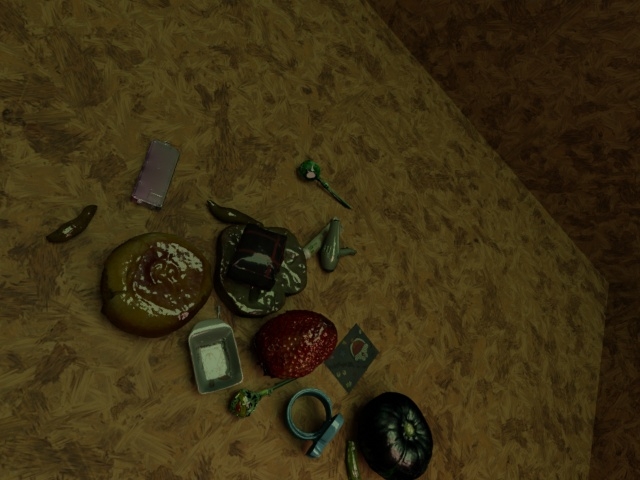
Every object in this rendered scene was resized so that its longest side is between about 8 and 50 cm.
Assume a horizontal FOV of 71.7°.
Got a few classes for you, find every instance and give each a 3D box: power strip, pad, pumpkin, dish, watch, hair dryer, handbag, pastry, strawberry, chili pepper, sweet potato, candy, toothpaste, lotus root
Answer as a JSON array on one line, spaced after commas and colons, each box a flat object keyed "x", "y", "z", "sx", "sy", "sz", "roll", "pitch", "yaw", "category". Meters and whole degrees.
[{"x": -0.591, "y": -0.238, "z": 1.594, "sx": 0.109, "sy": 0.037, "sz": 0.279, "roll": 22, "pitch": 60, "yaw": -26, "category": "power strip"}, {"x": 0.134, "y": 0.483, "z": 1.827, "sx": 0.170, "sy": 0.006, "sz": 0.245, "roll": 53, "pitch": 51, "yaw": -6, "category": "pad"}, {"x": 0.273, "y": 0.748, "z": 1.676, "sx": 0.315, "sy": 0.238, "sz": 0.315, "roll": 27, "pitch": 40, "yaw": -25, "category": "pumpkin"}, {"x": -0.357, "y": 0.381, "z": 1.479, "sx": 0.154, "sy": 0.064, "sz": 0.234, "roll": -9, "pitch": 78, "yaw": -26, "category": "dish"}, {"x": -0.037, "y": 0.629, "z": 1.555, "sx": 0.193, "sy": 0.211, "sz": 0.211, "roll": 39, "pitch": 51, "yaw": 10, "category": "watch"}, {"x": 0.083, "y": 0.004, "z": 1.894, "sx": 0.225, "sy": 0.088, "sz": 0.219, "roll": -29, "pitch": 125, "yaw": -41, "category": "hair dryer"}, {"x": -0.213, "y": 0.059, "z": 1.538, "sx": 0.169, "sy": 0.155, "sz": 0.215, "roll": 20, "pitch": 52, "yaw": -8, "category": "handbag"}, {"x": -0.520, "y": 0.140, "z": 1.418, "sx": 0.356, "sy": 0.164, "sz": 0.356, "roll": 12, "pitch": 63, "yaw": -25, "category": "pastry"}, {"x": -0.080, "y": 0.350, "z": 1.554, "sx": 0.238, "sy": 0.288, "sz": 0.250, "roll": 54, "pitch": 31, "yaw": 7, "category": "strawberry"}, {"x": 0.125, "y": 0.851, "z": 1.648, "sx": 0.052, "sy": 0.050, "sz": 0.201, "roll": -9, "pitch": 75, "yaw": 1, "category": "chili pepper"}, {"x": -0.324, "y": -0.089, "z": 1.703, "sx": 0.249, "sy": 0.069, "sz": 0.059, "roll": 20, "pitch": 101, "yaw": -28, "category": "sweet potato"}, {"x": -0.764, "y": -0.050, "z": 1.390, "sx": 0.053, "sy": 0.054, "sz": 0.182, "roll": 51, "pitch": 49, "yaw": -18, "category": "sweet potato"}, {"x": 0.029, "y": -0.244, "z": 2.016, "sx": 0.323, "sy": 0.097, "sz": 0.097, "roll": 41, "pitch": 53, "yaw": -26, "category": "candy"}, {"x": 0.000, "y": 0.000, "z": 1.901, "sx": 0.056, "sy": 0.058, "sz": 0.314, "roll": 29, "pitch": 45, "yaw": 22, "category": "toothpaste"}, {"x": -0.234, "y": 0.097, "z": 1.669, "sx": 0.375, "sy": 0.111, "sz": 0.390, "roll": 44, "pitch": 54, "yaw": -7, "category": "lotus root"}, {"x": -0.185, "y": 0.534, "z": 1.556, "sx": 0.305, "sy": 0.083, "sz": 0.091, "roll": -9, "pitch": 114, "yaw": -46, "category": "candy"}]

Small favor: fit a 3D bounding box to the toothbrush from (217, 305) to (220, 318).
[{"x": -0.361, "y": 0.310, "z": 1.546, "sx": 0.011, "sy": 0.014, "sz": 0.167, "roll": 5, "pitch": 68, "yaw": -15, "category": "toothbrush"}]
